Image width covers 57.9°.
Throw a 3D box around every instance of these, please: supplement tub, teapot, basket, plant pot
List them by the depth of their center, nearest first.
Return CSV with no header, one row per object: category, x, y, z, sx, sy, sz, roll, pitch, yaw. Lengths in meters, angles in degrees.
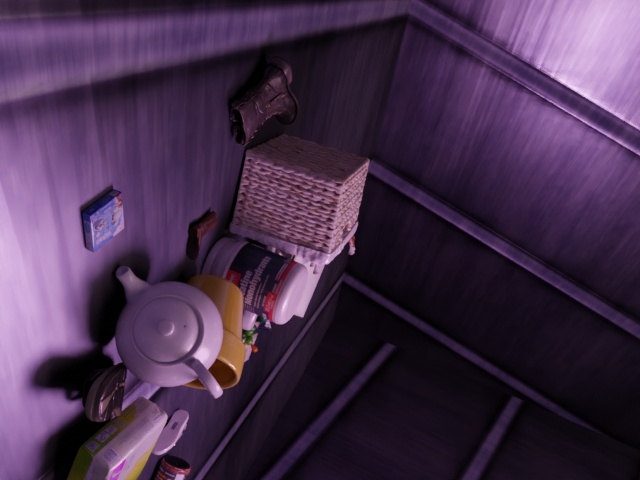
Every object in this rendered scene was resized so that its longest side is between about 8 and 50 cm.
teapot,-0.328,0.204,1.264,0.187,0.256,0.252,133,-36,-72
plant pot,-0.310,0.232,1.525,0.254,0.254,0.238,96,3,-52
supplement tub,-0.191,0.115,1.707,0.191,0.272,0.191,21,90,-78
basket,-0.050,-0.137,1.763,0.328,0.332,0.266,-46,153,-62
supplement tub,-0.520,0.839,1.948,0.106,0.106,0.197,41,71,-78

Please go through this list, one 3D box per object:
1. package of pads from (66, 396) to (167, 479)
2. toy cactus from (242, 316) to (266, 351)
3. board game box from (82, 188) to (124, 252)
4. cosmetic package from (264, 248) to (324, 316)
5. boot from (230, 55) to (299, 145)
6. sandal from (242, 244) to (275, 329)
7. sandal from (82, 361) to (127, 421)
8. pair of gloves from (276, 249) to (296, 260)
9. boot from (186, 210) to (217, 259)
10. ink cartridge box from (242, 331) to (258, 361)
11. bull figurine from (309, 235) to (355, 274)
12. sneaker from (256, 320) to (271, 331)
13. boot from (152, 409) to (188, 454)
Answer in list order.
package of pads,-0.502,0.541,1.384,0.296,0.101,0.229,-59,172,26
toy cactus,-0.244,0.318,2.141,0.219,0.112,0.180,-50,-173,4
board game box,-0.407,-0.037,1.089,0.090,0.020,0.090,-55,164,-48
cosmetic package,-0.103,0.080,2.161,0.197,0.155,0.365,30,83,-44
boot,-0.159,-0.341,1.545,0.229,0.091,0.263,-57,161,-22
sandal,-0.221,0.100,1.952,0.169,0.102,0.416,112,-8,-51
sandal,-0.475,0.322,1.251,0.303,0.086,0.120,126,-31,-74
pair of gloves,-0.129,0.072,1.877,0.204,0.042,0.240,-100,-152,-60
boot,-0.311,-0.014,1.537,0.114,0.037,0.106,-58,167,-58
ink cartridge box,-0.332,0.473,2.267,0.171,0.056,0.234,2,107,-78
bull figurine,0.000,0.000,2.061,0.311,0.101,0.188,-24,119,-31
sneaker,-0.250,0.307,2.329,0.211,0.080,0.081,77,10,-66
boot,-0.480,0.635,1.848,0.190,0.069,0.086,-50,156,-61
